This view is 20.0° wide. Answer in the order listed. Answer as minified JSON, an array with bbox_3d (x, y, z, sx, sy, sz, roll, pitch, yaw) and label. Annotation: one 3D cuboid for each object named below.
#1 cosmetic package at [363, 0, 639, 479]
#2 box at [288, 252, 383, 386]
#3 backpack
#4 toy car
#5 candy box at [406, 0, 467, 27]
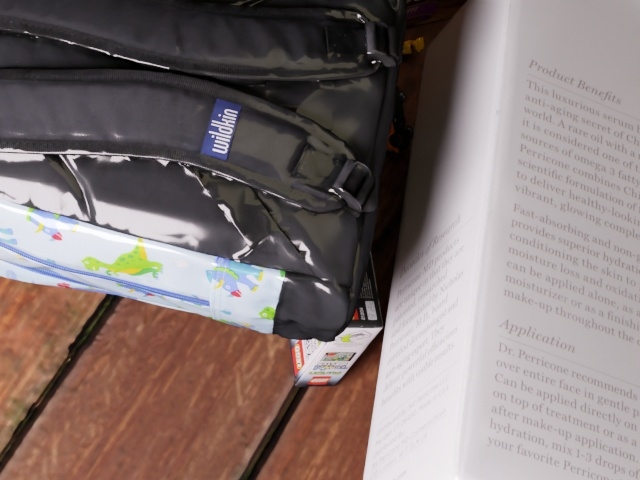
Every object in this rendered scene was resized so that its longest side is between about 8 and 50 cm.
[{"bbox_3d":[0.183,0.032,1.345,0.230,0.161,0.453,21,57,-16],"label":"cosmetic package"},{"bbox_3d":[0.000,0.000,1.437,0.036,0.114,0.207,2,61,-20],"label":"box"},{"bbox_3d":[-0.143,-0.081,1.321,0.355,0.273,0.290,11,70,-11],"label":"backpack"},{"bbox_3d":[0.064,-0.125,1.592,0.040,0.060,0.122,-7,33,23],"label":"toy car"},{"bbox_3d":[0.080,-0.235,1.603,0.187,0.109,0.053,-18,71,-29],"label":"candy box"}]
